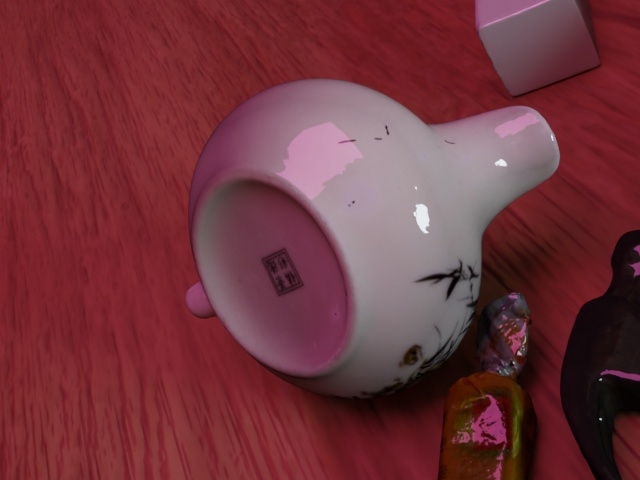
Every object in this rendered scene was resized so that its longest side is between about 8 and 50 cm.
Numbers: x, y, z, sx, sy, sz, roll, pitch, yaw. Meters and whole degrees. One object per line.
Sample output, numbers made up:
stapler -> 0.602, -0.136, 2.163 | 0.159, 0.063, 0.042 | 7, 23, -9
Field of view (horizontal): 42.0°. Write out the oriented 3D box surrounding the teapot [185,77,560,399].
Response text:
teapot -> 0.000, 0.000, 0.559 | 0.166, 0.208, 0.300 | -41, 12, -33

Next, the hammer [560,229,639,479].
hammer -> 0.305, 0.076, 0.328 | 0.440, 0.044, 0.168 | 3, 54, 43

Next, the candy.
candy -> 0.096, 0.116, 0.469 | 0.053, 0.046, 0.182 | -8, 53, 32

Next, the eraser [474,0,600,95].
eraser -> 0.184, -0.259, 0.737 | 0.078, 0.076, 0.298 | -18, 44, 27
